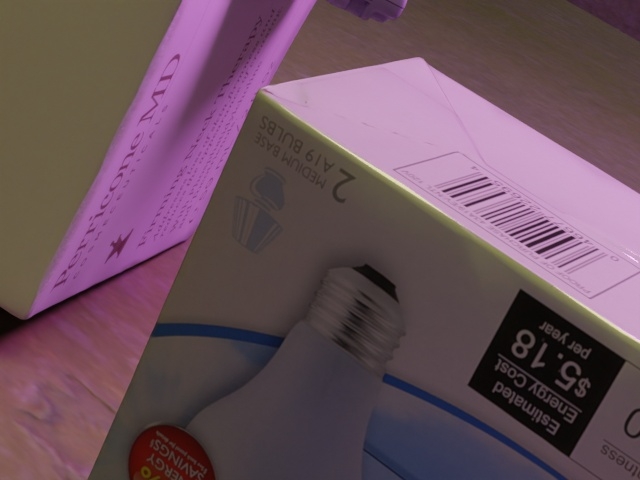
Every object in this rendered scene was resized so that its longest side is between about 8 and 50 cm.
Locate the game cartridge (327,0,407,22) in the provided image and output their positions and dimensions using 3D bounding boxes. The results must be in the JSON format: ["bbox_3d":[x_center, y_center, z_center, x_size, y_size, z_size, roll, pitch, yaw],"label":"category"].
[{"bbox_3d":[-0.070,-0.285,1.424,0.297,0.062,0.198,25,22,-16],"label":"game cartridge"}]

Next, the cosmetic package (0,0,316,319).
[{"bbox_3d":[-0.243,-0.181,1.499,0.327,0.329,0.394,32,18,9],"label":"cosmetic package"}]

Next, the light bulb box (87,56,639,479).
[{"bbox_3d":[0.079,0.132,1.065,0.358,0.361,0.225,34,25,21],"label":"light bulb box"}]
